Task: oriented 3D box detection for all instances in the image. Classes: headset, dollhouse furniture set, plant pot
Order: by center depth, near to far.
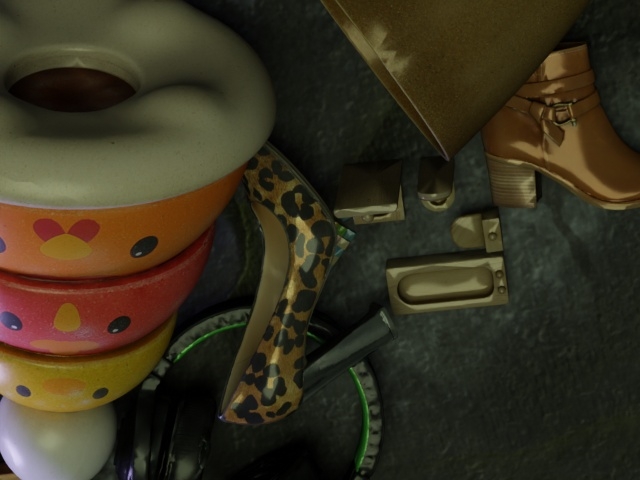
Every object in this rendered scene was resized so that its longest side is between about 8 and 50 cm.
[{"bbox_3d":[0.139,-0.236,1.553,0.254,0.237,0.237,-36,104,2],"label":"plant pot"},{"bbox_3d":[0.098,0.012,1.688,0.144,0.123,0.151,-6,110,7],"label":"dollhouse furniture set"},{"bbox_3d":[-0.098,0.246,1.764,0.243,0.185,0.394,31,99,-6],"label":"headset"}]

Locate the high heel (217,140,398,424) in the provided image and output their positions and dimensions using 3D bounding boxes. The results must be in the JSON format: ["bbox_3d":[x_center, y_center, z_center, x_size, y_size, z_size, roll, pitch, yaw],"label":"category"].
[{"bbox_3d":[-0.067,0.035,1.687,0.186,0.093,0.261,-33,96,-11],"label":"high heel"}]

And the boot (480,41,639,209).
[{"bbox_3d":[0.246,-0.108,1.660,0.197,0.073,0.152,-2,107,3],"label":"boot"}]

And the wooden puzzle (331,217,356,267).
[{"bbox_3d":[0.000,0.000,1.755,0.049,0.006,0.083,32,110,-7],"label":"wooden puzzle"}]

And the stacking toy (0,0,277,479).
[{"bbox_3d":[-0.225,0.036,1.650,0.351,0.350,0.480,6,123,3],"label":"stacking toy"}]

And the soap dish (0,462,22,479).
[{"bbox_3d":[-0.399,0.343,1.863,0.291,0.118,0.229,-8,110,8],"label":"soap dish"}]
